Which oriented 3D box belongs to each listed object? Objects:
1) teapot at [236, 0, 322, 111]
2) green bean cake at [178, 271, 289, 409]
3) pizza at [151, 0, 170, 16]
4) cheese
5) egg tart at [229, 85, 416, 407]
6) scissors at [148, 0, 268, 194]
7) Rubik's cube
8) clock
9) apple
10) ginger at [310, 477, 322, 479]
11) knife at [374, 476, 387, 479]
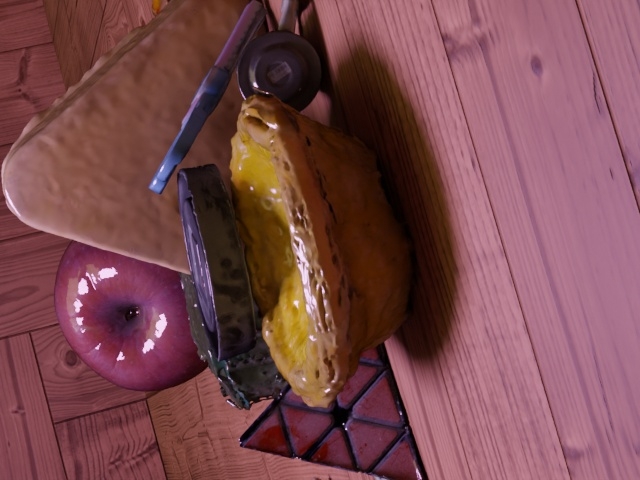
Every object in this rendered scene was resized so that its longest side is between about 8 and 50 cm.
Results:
[{"bbox_3d":[-0.035,-0.195,1.581,0.092,0.124,0.091,36,-175,-6],"label":"teapot"},{"bbox_3d":[-0.122,0.085,2.025,0.241,0.132,0.255,-140,36,-66],"label":"green bean cake"},{"bbox_3d":[-0.185,-0.231,2.088,0.251,0.074,0.288,91,161,-51],"label":"pizza"},{"bbox_3d":[-0.217,-0.101,1.774,0.104,0.384,0.384,-146,44,-71],"label":"cheese"},{"bbox_3d":[0.000,0.000,1.486,0.345,0.132,0.345,165,90,-76],"label":"egg tart"},{"bbox_3d":[-0.128,-0.171,1.684,0.256,0.030,0.125,-63,8,-16],"label":"scissors"},{"bbox_3d":[0.008,0.206,1.666,0.178,0.190,0.211,65,-168,-75],"label":"Rubik's cube"},{"bbox_3d":[-0.119,0.024,1.651,0.226,0.049,0.226,169,90,-81],"label":"clock"},{"bbox_3d":[-0.283,0.092,2.360,0.235,0.305,0.306,-71,-26,-69],"label":"apple"},{"bbox_3d":[0.025,0.465,1.967,0.089,0.075,0.288,105,144,-71],"label":"ginger"},{"bbox_3d":[0.095,0.313,1.647,0.293,0.020,0.043,-121,20,-51],"label":"knife"}]
